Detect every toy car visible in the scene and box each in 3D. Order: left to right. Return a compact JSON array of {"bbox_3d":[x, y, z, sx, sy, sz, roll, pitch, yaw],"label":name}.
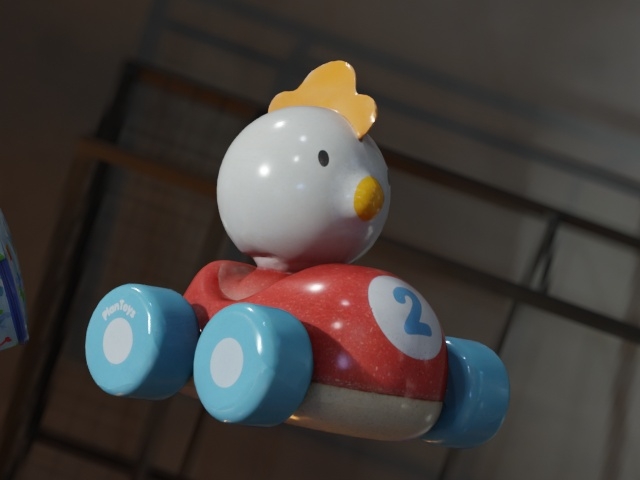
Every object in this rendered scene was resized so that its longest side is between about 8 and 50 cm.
[{"bbox_3d":[0.000,0.000,1.247,0.210,0.219,0.238,8,88,47],"label":"toy car"}]

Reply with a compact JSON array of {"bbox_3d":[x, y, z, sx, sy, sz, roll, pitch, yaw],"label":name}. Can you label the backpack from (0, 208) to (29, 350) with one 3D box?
[{"bbox_3d":[-0.182,0.025,0.917,0.105,0.084,0.114,-129,31,-65],"label":"backpack"}]
